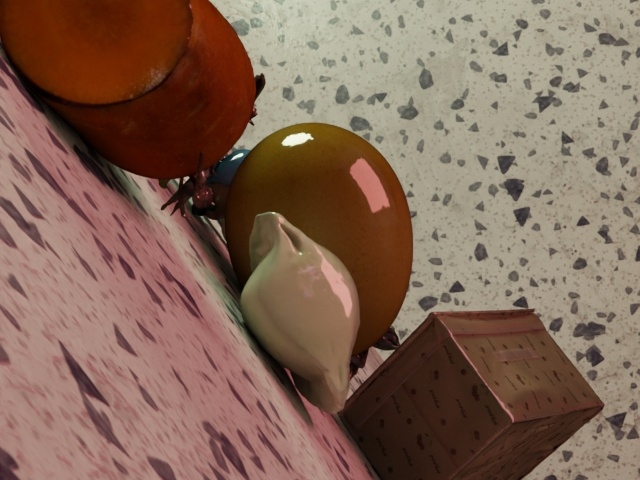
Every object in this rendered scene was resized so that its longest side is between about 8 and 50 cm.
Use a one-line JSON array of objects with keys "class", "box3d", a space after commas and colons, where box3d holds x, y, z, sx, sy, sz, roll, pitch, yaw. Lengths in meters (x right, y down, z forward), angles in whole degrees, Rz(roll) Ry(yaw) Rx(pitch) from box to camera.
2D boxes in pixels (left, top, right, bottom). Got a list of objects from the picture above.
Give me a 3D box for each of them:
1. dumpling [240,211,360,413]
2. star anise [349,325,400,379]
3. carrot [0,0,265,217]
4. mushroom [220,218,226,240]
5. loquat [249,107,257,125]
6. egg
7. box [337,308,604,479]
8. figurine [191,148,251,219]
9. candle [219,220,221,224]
[{"class": "dumpling", "box3d": [-0.026, 0.096, 1.505, 0.252, 0.131, 0.179, 62, -27, 17]}, {"class": "star anise", "box3d": [0.027, 0.118, 1.905, 0.283, 0.129, 0.212, -27, -92, 58]}, {"class": "carrot", "box3d": [-0.167, -0.164, 1.306, 0.214, 0.193, 0.331, 37, -7, 26]}, {"class": "mushroom", "box3d": [-0.132, -0.014, 1.907, 0.202, 0.054, 0.059, 59, 7, 0]}, {"class": "loquat", "box3d": [-0.189, -0.205, 1.724, 0.234, 0.176, 0.187, 25, 49, -25]}, {"class": "egg", "box3d": [0.000, 0.000, 1.691, 0.250, 0.250, 0.322, 46, 34, -78]}, {"class": "box", "box3d": [0.218, 0.239, 1.787, 0.297, 0.225, 0.190, 3, 45, -52]}, {"class": "figurine", "box3d": [-0.161, -0.088, 1.818, 0.178, 0.144, 0.114, 35, -35, 2]}, {"class": "candle", "box3d": [-0.104, -0.004, 2.054, 0.192, 0.068, 0.168, 50, 3, -8]}]
